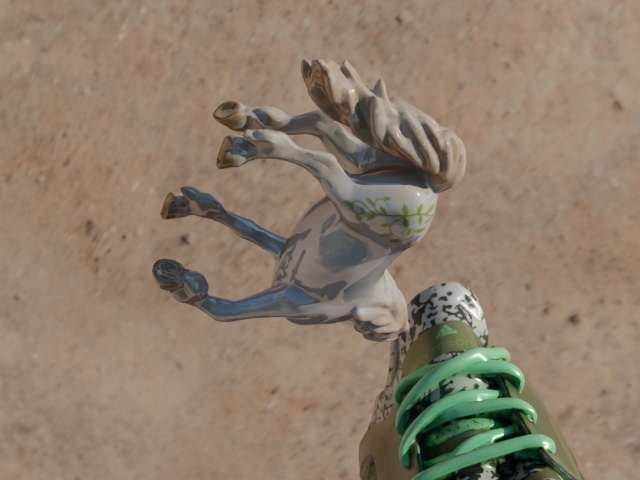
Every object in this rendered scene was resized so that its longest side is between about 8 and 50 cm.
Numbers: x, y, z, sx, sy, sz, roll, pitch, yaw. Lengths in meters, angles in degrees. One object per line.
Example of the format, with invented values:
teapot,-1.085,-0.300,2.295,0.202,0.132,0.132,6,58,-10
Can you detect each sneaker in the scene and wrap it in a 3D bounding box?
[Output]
sneaker,0.074,0.118,0.871,0.158,0.410,0.182,-16,91,-4

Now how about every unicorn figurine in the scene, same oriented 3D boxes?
unicorn figurine,0.000,0.000,0.569,0.111,0.162,0.060,17,65,-19
